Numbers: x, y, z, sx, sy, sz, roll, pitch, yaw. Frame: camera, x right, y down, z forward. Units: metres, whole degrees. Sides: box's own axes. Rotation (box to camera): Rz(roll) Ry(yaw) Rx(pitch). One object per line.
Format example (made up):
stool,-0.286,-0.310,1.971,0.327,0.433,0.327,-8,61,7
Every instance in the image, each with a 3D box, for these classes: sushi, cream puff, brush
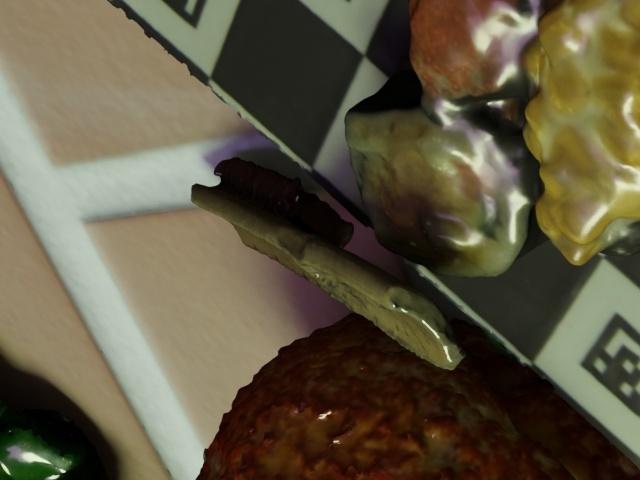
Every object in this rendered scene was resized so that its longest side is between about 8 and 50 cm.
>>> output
sushi,0.052,-0.113,0.546,0.359,0.064,0.343,43,134,18
cream puff,0.063,0.125,0.702,0.240,0.240,0.164,35,103,4
brush,0.000,0.000,0.674,0.043,0.036,0.248,36,177,-22

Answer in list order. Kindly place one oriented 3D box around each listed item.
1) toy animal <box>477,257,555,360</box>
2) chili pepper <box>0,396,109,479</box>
toy animal,0.154,-0.004,0.627,0.208,0.100,0.103,-6,98,46
chili pepper,-0.248,0.214,0.963,0.233,0.248,0.257,30,146,-8
